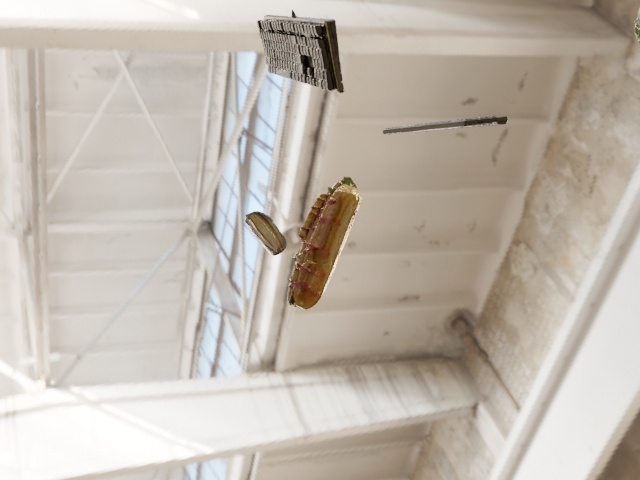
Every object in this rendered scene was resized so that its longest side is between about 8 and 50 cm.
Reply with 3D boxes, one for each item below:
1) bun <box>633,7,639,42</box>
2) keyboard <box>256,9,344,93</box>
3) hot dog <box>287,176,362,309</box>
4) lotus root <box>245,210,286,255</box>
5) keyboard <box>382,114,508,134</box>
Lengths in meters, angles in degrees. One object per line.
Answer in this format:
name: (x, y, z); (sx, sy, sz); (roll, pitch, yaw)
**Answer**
bun: (0.436, -0.240, 0.844); (0.221, 0.108, 0.221); (-26, -15, -7)
keyboard: (-0.036, -0.273, 1.191); (0.027, 0.317, 0.106); (-15, -71, -14)
hot dog: (0.000, 0.000, 1.459); (0.076, 0.104, 0.250); (22, -97, -12)
lotus root: (-0.087, -0.013, 1.354); (0.037, 0.083, 0.030); (-39, -6, -11)
keyboard: (0.230, -0.218, 1.590); (0.101, 0.310, 0.018); (-8, -83, -22)
